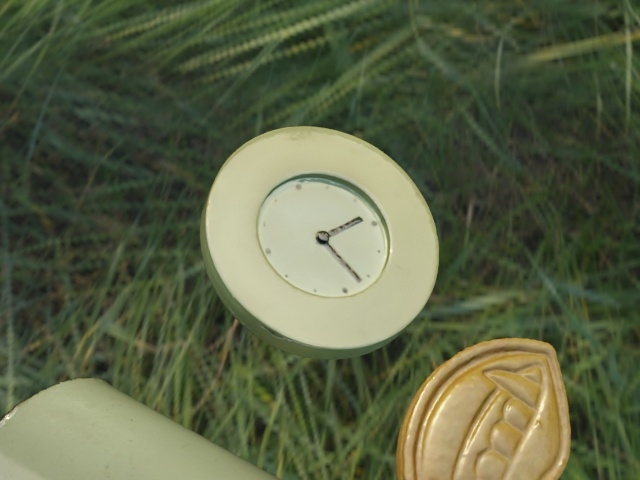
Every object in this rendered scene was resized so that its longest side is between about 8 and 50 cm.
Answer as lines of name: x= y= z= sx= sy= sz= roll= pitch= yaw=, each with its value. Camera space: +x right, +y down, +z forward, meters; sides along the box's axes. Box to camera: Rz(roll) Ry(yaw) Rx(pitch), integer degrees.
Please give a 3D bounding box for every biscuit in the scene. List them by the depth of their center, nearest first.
biscuit: x=0.130 y=0.167 z=1.409 sx=0.142 sy=0.220 sz=0.029 roll=38 pitch=153 yaw=-10

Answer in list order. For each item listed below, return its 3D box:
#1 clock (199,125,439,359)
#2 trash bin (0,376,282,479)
clock: x=0.000 y=0.000 z=1.672 sx=0.235 sy=0.235 sz=0.029 roll=26 pitch=149 yaw=-5
trash bin: x=-0.098 y=0.317 z=1.503 sx=0.432 sy=0.280 sz=0.280 roll=27 pitch=116 yaw=31
